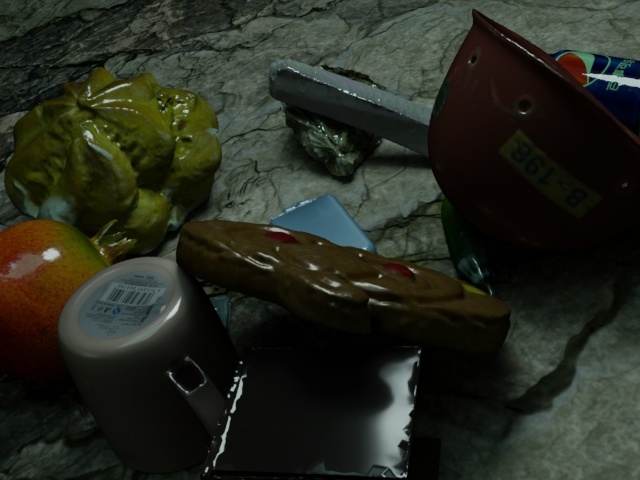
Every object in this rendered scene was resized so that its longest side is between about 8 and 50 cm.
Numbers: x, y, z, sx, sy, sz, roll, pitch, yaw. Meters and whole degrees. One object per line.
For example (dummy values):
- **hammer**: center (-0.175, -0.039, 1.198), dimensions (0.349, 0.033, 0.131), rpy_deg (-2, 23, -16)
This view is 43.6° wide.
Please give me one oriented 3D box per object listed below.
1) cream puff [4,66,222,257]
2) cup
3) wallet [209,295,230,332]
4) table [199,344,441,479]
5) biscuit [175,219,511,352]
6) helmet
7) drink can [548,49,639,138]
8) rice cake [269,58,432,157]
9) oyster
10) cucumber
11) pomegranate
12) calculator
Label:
- **cream puff**: center (-0.344, -0.153, 1.317), dimensions (0.378, 0.275, 0.378), rpy_deg (-12, 37, 9)
- **cup**: center (-0.182, 0.154, 0.942), dimensions (0.191, 0.200, 0.253), rpy_deg (-35, 43, -22)
- **wallet**: center (-0.192, 0.117, 1.128), dimensions (0.129, 0.026, 0.088), rpy_deg (-12, 38, 6)
- **table**: center (0.012, 0.224, 0.814), dimensions (0.193, 0.169, 0.172), rpy_deg (-2, 41, 16)
- **biscuit**: center (0.026, 0.041, 0.922), dimensions (0.394, 0.070, 0.350), rpy_deg (15, 4, 0)
- **helmet**: center (0.284, -0.102, 1.047), dimensions (0.230, 0.385, 0.337), rpy_deg (-50, 9, 20)
- **drink can**: center (0.438, -0.232, 1.256), dimensions (0.205, 0.118, 0.118), rpy_deg (20, 51, 39)
- **rice cake**: center (0.086, -0.209, 1.293), dimensions (0.365, 0.072, 0.056), rpy_deg (21, 42, 6)
- **oyster**: center (0.021, -0.219, 1.412), dimensions (0.198, 0.112, 0.267), rpy_deg (22, 41, 12)
- **cucumber**: center (0.202, -0.002, 1.110), dimensions (0.056, 0.056, 0.250), rpy_deg (-12, 36, 6)
- **pomegranate**: center (-0.356, 0.072, 1.087), dimensions (0.257, 0.221, 0.221), rpy_deg (-37, 42, -9)
- **calculator**: center (0.000, 0.000, 1.192), dimensions (0.121, 0.039, 0.210), rpy_deg (-26, 40, -9)
